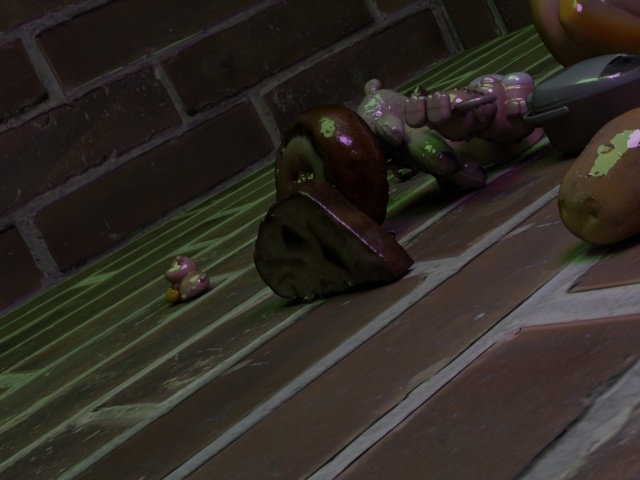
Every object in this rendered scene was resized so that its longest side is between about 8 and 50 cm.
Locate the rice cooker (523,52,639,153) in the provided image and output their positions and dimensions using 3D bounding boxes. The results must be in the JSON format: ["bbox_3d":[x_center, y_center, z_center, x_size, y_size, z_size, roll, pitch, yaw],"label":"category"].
[{"bbox_3d":[0.407,-0.206,1.692,0.145,0.127,0.206,-34,8,-41],"label":"rice cooker"}]

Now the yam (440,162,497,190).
[{"bbox_3d":[0.251,-0.109,1.919,0.107,0.014,0.014,-22,10,25],"label":"yam"}]

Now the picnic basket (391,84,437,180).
[{"bbox_3d":[0.191,-0.202,2.252,0.128,0.137,0.178,-22,42,59],"label":"picnic basket"}]

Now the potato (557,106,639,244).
[{"bbox_3d":[0.329,-0.067,1.205,0.178,0.118,0.109,-42,-23,-11],"label":"potato"}]

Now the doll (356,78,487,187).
[{"bbox_3d":[0.149,-0.150,1.876,0.149,0.175,0.278,-38,35,-10],"label":"doll"}]

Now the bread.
[{"bbox_3d":[0.560,-0.455,1.894,0.424,0.329,0.245,-28,-11,-3],"label":"bread"}]

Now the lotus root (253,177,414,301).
[{"bbox_3d":[0.000,0.000,1.590,0.074,0.170,0.260,-30,4,-38],"label":"lotus root"}]

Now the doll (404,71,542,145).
[{"bbox_3d":[0.254,-0.208,1.793,0.154,0.119,0.278,-3,3,37],"label":"doll"}]

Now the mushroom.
[{"bbox_3d":[0.014,-0.098,1.824,0.153,0.253,0.253,-2,-4,-30],"label":"mushroom"}]

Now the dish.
[{"bbox_3d":[0.280,-0.184,2.010,0.213,0.090,0.213,-26,10,5],"label":"dish"}]

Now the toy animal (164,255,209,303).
[{"bbox_3d":[-0.262,0.070,2.131,0.091,0.082,0.114,-29,10,-8],"label":"toy animal"}]
